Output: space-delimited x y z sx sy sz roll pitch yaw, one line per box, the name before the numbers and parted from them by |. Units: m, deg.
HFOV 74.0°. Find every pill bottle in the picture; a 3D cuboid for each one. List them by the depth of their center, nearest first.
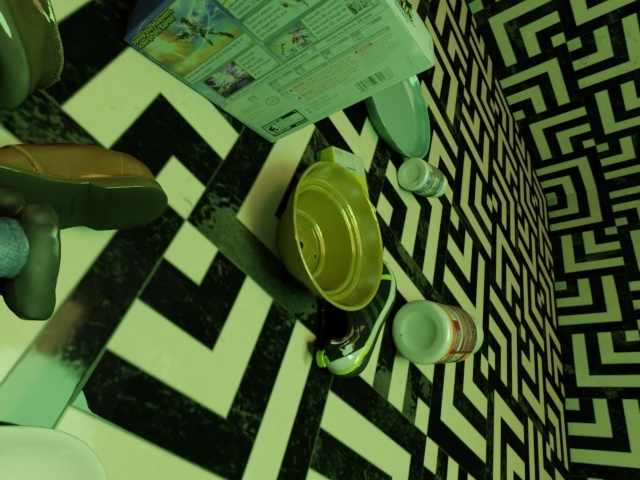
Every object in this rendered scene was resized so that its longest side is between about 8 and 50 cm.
pill bottle | 0.249 0.190 0.871 0.221 0.121 0.121 17 65 -49
pill bottle | 0.250 -0.146 1.023 0.137 0.078 0.078 9 72 -51

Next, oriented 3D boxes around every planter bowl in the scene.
planter bowl | 0.000 0.000 0.628 0.217 0.090 0.217 23 60 -48

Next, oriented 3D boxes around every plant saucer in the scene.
plant saucer | 0.177 -0.343 1.024 0.318 0.044 0.317 23 60 -48

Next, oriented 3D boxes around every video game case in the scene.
video game case | -0.044 -0.241 0.499 0.244 0.270 0.061 27 57 -47

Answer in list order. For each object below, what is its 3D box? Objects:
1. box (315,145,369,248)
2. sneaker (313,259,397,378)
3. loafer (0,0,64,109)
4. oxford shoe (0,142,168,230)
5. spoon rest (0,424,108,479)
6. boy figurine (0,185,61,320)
box | 0.048 -0.068 0.758 0.105 0.043 0.179 5 72 -53
sneaker | 0.054 0.101 0.672 0.097 0.084 0.234 50 43 -29
loafer | -0.268 -0.286 0.330 0.130 0.134 0.365 -21 96 -54
oxford shoe | -0.244 -0.051 0.356 0.212 0.076 0.076 -2 50 -50
spoon rest | -0.247 0.154 0.252 0.276 0.084 0.137 51 43 -29
boy figurine | -0.275 0.013 0.177 0.285 0.177 0.092 -7 111 -56
